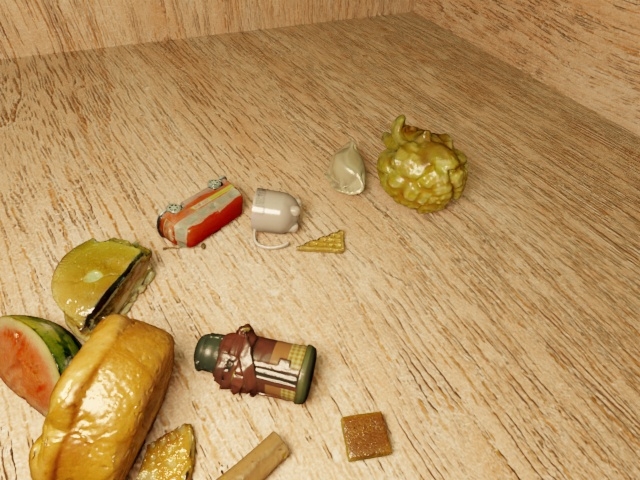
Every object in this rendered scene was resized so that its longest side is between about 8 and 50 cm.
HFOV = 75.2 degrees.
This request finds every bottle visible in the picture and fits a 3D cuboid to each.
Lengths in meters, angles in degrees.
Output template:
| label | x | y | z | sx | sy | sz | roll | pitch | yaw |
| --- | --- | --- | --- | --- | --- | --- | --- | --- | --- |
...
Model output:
| label | x | y | z | sx | sy | sz | roll | pitch | yaw |
| --- | --- | --- | --- | --- | --- | --- | --- | --- | --- |
| bottle | -0.149 | 0.269 | 0.939 | 0.271 | 0.143 | 0.156 | 12 | 46 | 5 |

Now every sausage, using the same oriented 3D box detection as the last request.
| label | x | y | z | sx | sy | sz | roll | pitch | yaw |
| --- | --- | --- | --- | --- | --- | --- | --- | --- | --- |
| sausage | -0.190 | 0.480 | 0.787 | 0.301 | 0.066 | 0.066 | -30 | 57 | -29 |

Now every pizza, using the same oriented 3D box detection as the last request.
| label | x | y | z | sx | sy | sz | roll | pitch | yaw |
| --- | --- | --- | --- | --- | --- | --- | --- | --- | --- |
| pizza | -0.301 | 0.446 | 0.822 | 0.099 | 0.036 | 0.160 | 5 | 46 | -4 |

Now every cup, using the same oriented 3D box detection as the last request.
| label | x | y | z | sx | sy | sz | roll | pitch | yaw |
| --- | --- | --- | --- | --- | --- | --- | --- | --- | --- |
| cup | -0.135 | -0.071 | 1.269 | 0.141 | 0.134 | 0.174 | 9 | 45 | -2 |

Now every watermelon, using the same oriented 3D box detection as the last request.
| label | x | y | z | sx | sy | sz | roll | pitch | yaw |
| --- | --- | --- | --- | --- | --- | --- | --- | --- | --- |
| watermelon | -0.619 | 0.249 | 0.943 | 0.303 | 0.159 | 0.128 | 30 | 12 | 18 |

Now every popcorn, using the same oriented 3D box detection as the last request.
| label | x | y | z | sx | sy | sz | roll | pitch | yaw |
| --- | --- | --- | --- | --- | --- | --- | --- | --- | --- |
| popcorn | 0.332 | -0.247 | 1.424 | 0.335 | 0.274 | 0.279 | 16 | 75 | 19 |

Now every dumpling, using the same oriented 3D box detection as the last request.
| label | x | y | z | sx | sy | sz | roll | pitch | yaw |
| --- | --- | --- | --- | --- | --- | --- | --- | --- | --- |
| dumpling | 0.084 | -0.248 | 1.485 | 0.151 | 0.124 | 0.229 | -25 | 52 | 21 |

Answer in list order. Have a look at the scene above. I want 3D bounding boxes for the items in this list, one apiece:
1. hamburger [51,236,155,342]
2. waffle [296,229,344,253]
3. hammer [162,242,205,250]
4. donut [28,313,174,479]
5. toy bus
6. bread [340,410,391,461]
| label | x | y | z | sx | sy | sz | roll | pitch | yaw |
| --- | --- | --- | --- | --- | --- | --- | --- | --- | --- |
| hamburger | -0.546 | 0.100 | 1.026 | 0.192 | 0.168 | 0.288 | 18 | 47 | 8 |
| waffle | 0.000 | 0.000 | 1.294 | 0.152 | 0.023 | 0.098 | 2 | 45 | -4 |
| hammer | -0.402 | 0.020 | 1.228 | 0.122 | 0.014 | 0.029 | -3 | 36 | -9 |
| donut | -0.390 | 0.304 | 0.786 | 0.150 | 0.299 | 0.317 | 17 | 78 | -7 |
| toy bus | -0.354 | -0.080 | 1.254 | 0.119 | 0.121 | 0.265 | 35 | 50 | 18 |
| bread | 0.097 | 0.422 | 0.898 | 0.094 | 0.035 | 0.090 | -4 | 47 | -10 |
